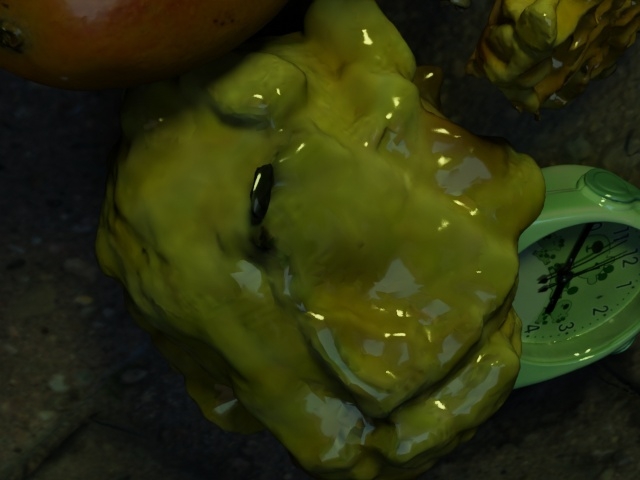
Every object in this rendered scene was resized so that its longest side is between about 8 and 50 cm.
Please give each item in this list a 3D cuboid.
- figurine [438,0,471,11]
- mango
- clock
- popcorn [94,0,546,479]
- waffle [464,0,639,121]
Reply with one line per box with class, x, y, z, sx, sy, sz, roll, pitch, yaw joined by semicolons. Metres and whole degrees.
figurine;0.090;-0.254;0.629;0.197;0.175;0.265;36;105;-30
mango;-0.082;-0.152;0.655;0.221;0.152;0.120;-23;162;-28
clock;0.167;0.019;0.939;0.210;0.066;0.159;-14;131;-4
popcorn;0.000;0.000;0.783;0.252;0.215;0.286;-34;112;15
waffle;0.151;-0.146;0.706;0.056;0.253;0.249;39;134;10
